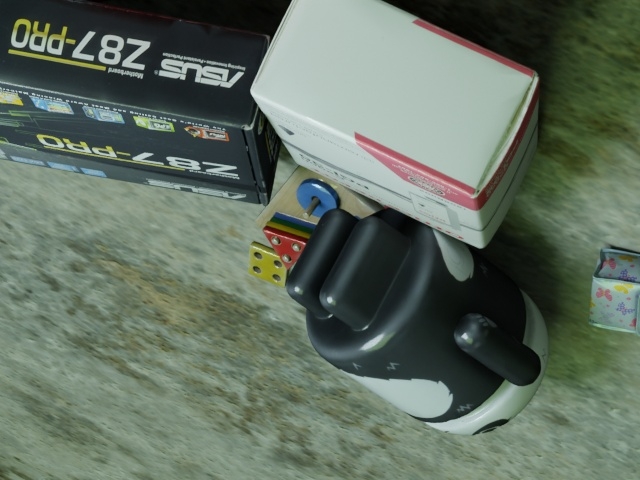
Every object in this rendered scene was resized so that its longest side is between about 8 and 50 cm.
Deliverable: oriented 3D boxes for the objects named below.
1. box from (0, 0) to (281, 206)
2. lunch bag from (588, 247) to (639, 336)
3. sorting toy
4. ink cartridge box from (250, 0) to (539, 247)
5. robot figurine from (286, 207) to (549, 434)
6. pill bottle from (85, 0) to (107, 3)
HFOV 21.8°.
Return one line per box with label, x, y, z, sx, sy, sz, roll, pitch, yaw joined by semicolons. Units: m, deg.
box;-0.236;-0.138;1.516;0.395;0.097;0.318;10;171;2
lunch bag;0.300;0.052;1.579;0.083;0.053;0.071;10;136;13
sorting toy;0.000;0.000;1.731;0.132;0.046;0.274;38;140;-4
ink cartridge box;0.073;-0.101;1.419;0.207;0.117;0.283;25;175;10
robot figurine;0.097;0.080;1.610;0.173;0.209;0.278;-39;127;22
pill bottle;-0.078;-0.322;1.327;0.407;0.229;0.229;-2;128;36
